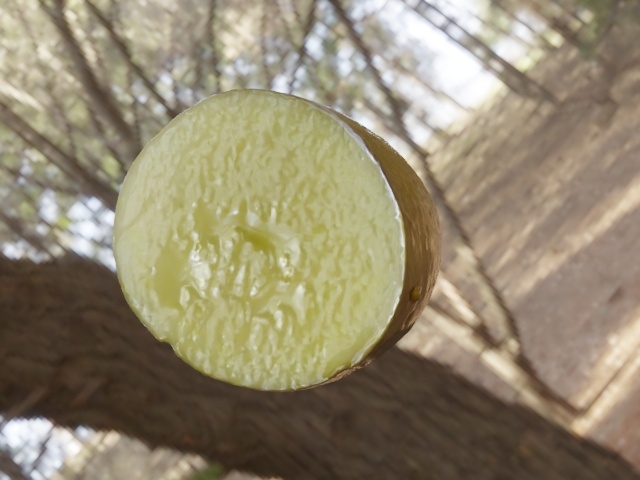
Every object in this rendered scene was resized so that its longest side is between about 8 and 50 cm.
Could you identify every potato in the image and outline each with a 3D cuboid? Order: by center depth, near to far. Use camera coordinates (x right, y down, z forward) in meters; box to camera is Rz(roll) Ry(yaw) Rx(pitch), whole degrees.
[{"bbox_3d":[0.000,0.000,0.891,0.204,0.178,0.158,-7,-5,35],"label":"potato"}]
